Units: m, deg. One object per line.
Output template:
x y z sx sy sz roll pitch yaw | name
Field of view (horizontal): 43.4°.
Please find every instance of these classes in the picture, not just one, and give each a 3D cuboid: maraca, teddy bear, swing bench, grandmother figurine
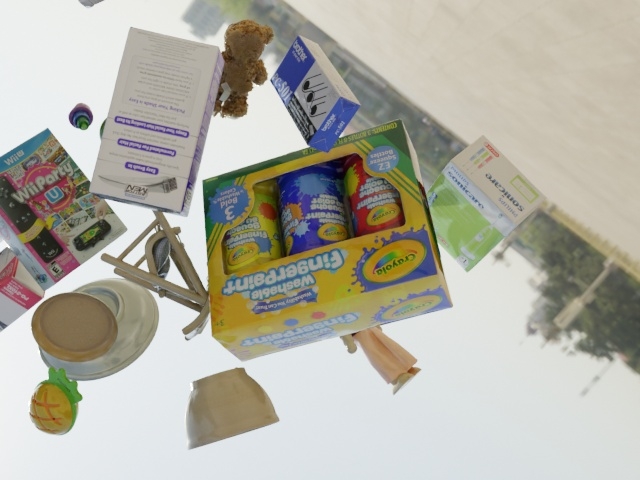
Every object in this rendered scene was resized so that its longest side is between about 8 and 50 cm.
-0.593 0.363 1.807 0.127 0.185 0.099 38 -149 10 | maraca
-0.251 -0.472 2.242 0.245 0.338 0.113 -10 -131 -15 | teddy bear
-0.325 0.082 1.779 0.255 0.165 0.253 42 167 0 | swing bench
0.108 0.233 2.055 0.342 0.104 0.208 46 -169 13 | grandmother figurine

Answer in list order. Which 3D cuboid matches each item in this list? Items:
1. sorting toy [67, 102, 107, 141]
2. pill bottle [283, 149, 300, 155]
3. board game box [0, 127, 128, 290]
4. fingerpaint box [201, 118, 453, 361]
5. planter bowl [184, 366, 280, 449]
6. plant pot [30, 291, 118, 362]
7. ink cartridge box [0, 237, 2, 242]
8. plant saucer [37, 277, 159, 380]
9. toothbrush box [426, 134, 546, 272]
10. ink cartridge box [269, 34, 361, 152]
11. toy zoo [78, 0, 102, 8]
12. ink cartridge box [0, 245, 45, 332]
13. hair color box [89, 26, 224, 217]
-0.514 -0.264 2.214 0.366 0.127 0.126 23 -162 -33 | sorting toy
-0.054 -0.077 2.252 0.210 0.210 0.362 32 -146 -27 | pill bottle
-0.635 -0.072 1.867 0.303 0.224 0.097 53 147 -8 | board game box
0.000 0.000 1.608 0.163 0.445 0.371 56 -158 -56 | fingerpaint box
-0.160 0.279 1.365 0.162 0.162 0.109 12 -121 -66 | planter bowl
-0.684 0.237 2.250 0.236 0.236 0.032 33 -160 -22 | plant pot
-0.849 -0.046 1.962 0.127 0.176 0.128 -12 -97 -42 | ink cartridge box
-0.724 0.256 2.579 0.400 0.401 0.100 47 160 38 | plant saucer
0.363 -0.079 1.895 0.206 0.122 0.283 47 155 10 | toothbrush box
-0.013 -0.242 1.312 0.046 0.097 0.207 18 -150 -35 | ink cartridge box
-0.320 -0.500 1.292 0.030 0.293 0.192 25 -135 -74 | toy zoo
-0.779 0.125 1.957 0.100 0.237 0.172 43 -160 -33 | ink cartridge box
-0.321 -0.231 1.603 0.185 0.338 0.110 13 174 0 | hair color box
